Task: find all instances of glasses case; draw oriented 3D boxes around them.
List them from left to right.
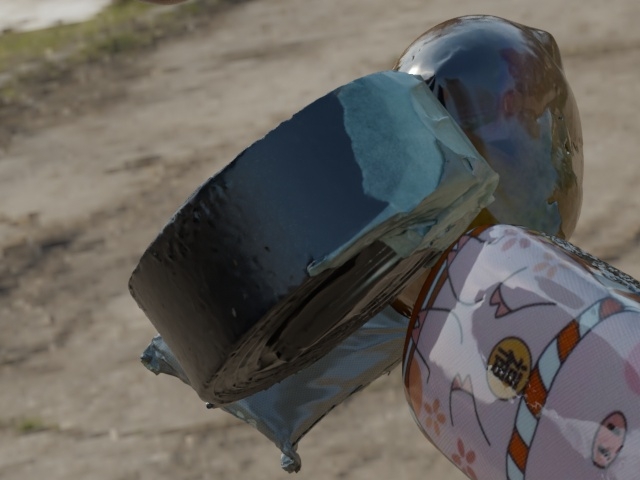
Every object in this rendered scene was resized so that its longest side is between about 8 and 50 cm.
[{"bbox_3d":[0.129,0.081,0.683,0.067,0.103,0.267,5,21,-42],"label":"glasses case"}]

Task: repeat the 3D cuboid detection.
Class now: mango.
[{"bbox_3d":[0.094,-0.039,1.154,0.153,0.201,0.287,33,-11,5],"label":"mango"}]

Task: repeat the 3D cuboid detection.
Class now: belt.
[{"bbox_3d":[0.000,0.000,0.838,0.151,0.078,0.198,-22,-19,-42],"label":"belt"}]

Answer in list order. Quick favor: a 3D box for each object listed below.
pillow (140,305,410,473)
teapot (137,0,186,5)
[{"bbox_3d":[0.006,0.058,1.365,0.169,0.059,0.255,39,53,22],"label":"pillow"},{"bbox_3d":[-0.111,-0.247,1.445,0.116,0.116,0.173,0,-9,27],"label":"teapot"}]
